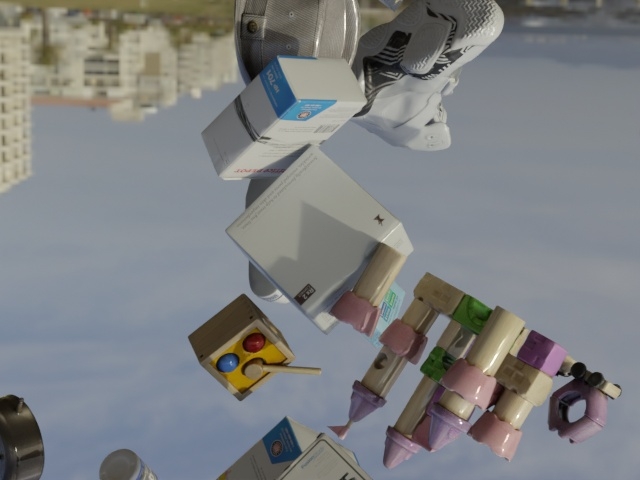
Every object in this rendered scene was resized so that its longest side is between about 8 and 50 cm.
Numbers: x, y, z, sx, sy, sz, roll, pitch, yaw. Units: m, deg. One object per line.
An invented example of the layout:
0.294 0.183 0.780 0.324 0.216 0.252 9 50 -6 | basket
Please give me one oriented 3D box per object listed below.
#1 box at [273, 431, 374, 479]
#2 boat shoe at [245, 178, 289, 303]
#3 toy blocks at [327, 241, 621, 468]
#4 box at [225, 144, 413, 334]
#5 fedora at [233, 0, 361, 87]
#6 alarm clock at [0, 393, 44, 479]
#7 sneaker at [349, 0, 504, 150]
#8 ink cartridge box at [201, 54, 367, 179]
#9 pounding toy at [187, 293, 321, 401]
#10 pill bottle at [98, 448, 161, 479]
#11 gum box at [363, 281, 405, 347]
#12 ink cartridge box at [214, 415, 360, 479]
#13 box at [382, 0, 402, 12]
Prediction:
0.049 0.408 1.651 0.290 0.169 0.087 40 170 29 | box
-0.076 -0.017 2.218 0.095 0.258 0.084 -2 164 28 | boat shoe
0.174 0.208 1.706 0.288 0.260 0.309 29 178 45 | toy blocks
0.000 0.000 1.790 0.182 0.181 0.119 44 175 23 | box
-0.021 -0.326 1.912 0.124 0.276 0.243 7 179 30 | fedora
-0.434 0.300 1.766 0.064 0.192 0.129 -17 -163 -40 | alarm clock
0.179 -0.264 2.054 0.365 0.137 0.210 -22 142 39 | sneaker
-0.052 -0.168 1.775 0.139 0.082 0.190 -5 155 -46 | ink cartridge box
-0.098 0.172 1.932 0.130 0.141 0.100 -38 -142 4 | pounding toy
-0.321 0.426 2.227 0.078 0.078 0.137 6 148 27 | pill bottle
0.075 0.093 2.477 0.041 0.184 0.157 -35 -161 33 | gum box
-0.055 0.418 1.898 0.168 0.232 0.171 34 -160 -41 | ink cartridge box
0.010 -0.521 2.185 0.293 0.073 0.295 39 -173 10 | box
